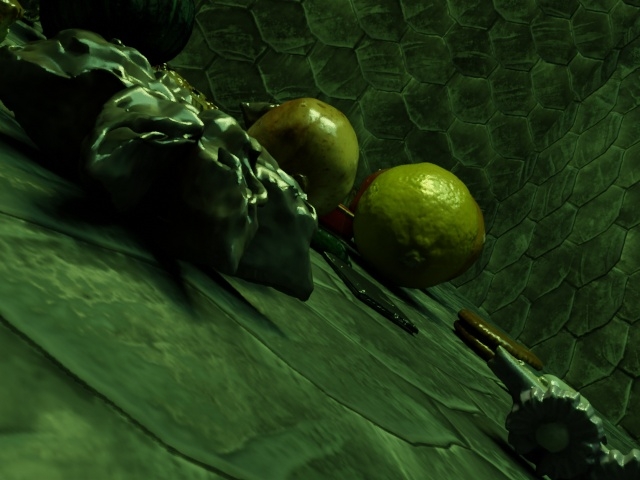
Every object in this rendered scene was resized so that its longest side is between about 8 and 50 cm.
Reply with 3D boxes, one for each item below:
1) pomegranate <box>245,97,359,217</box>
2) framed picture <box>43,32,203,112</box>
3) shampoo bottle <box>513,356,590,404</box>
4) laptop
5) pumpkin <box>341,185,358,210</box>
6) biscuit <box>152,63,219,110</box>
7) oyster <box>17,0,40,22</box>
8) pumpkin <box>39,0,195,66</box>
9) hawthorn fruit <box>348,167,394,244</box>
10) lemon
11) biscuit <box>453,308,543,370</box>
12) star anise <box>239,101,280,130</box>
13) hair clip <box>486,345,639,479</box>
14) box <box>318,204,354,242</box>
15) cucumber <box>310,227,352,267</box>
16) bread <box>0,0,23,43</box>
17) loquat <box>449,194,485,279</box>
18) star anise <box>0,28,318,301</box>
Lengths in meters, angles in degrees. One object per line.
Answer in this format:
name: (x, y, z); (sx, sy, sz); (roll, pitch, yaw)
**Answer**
pomegranate: (-0.041, -0.136, 1.229); (0.215, 0.215, 0.215); (37, 6, -4)
framed picture: (-0.382, -0.338, 1.444); (0.347, 0.016, 0.265); (35, 17, -21)
shampoo bottle: (0.401, 0.272, 1.282); (0.192, 0.074, 0.074); (37, 6, -13)
laptop: (0.077, 0.080, 1.132); (0.129, 0.016, 0.180); (36, 5, -26)
pumpkin: (0.029, -0.116, 1.902); (0.183, 0.119, 0.107); (30, 6, -17)
biscuit: (-0.340, -0.353, 1.735); (0.334, 0.081, 0.289); (39, 6, -2)
oyster: (-0.527, -0.424, 1.255); (0.125, 0.064, 0.177); (24, 12, 16)
pumpkin: (-0.323, -0.340, 1.159); (0.248, 0.248, 0.248); (37, 6, -4)
hawthorn fruit: (0.180, -0.065, 1.814); (0.254, 0.254, 0.300); (36, 2, -15)
lemon: (0.202, -0.033, 1.527); (0.293, 0.293, 0.293); (37, 6, -4)
biscuit: (0.386, 0.233, 1.565); (0.220, 0.066, 0.220); (34, 4, -3)
star anise: (-0.054, -0.214, 1.572); (0.315, 0.108, 0.315); (33, 7, -5)
hair clip: (0.289, 0.232, 0.761); (0.292, 0.106, 0.084); (44, 21, 26)
box: (-0.027, -0.094, 1.607); (0.240, 0.074, 0.153); (32, 3, -45)
cucumber: (0.000, 0.000, 1.198); (0.155, 0.037, 0.037); (35, 6, -26)
bread: (-0.381, -0.253, 0.701); (0.140, 0.069, 0.128); (39, 7, 20)
loquat: (0.321, -0.032, 2.064); (0.328, 0.328, 0.328); (37, 6, -4)
star anise: (-0.122, -0.071, 0.599); (0.332, 0.117, 0.331); (41, 9, -8)
